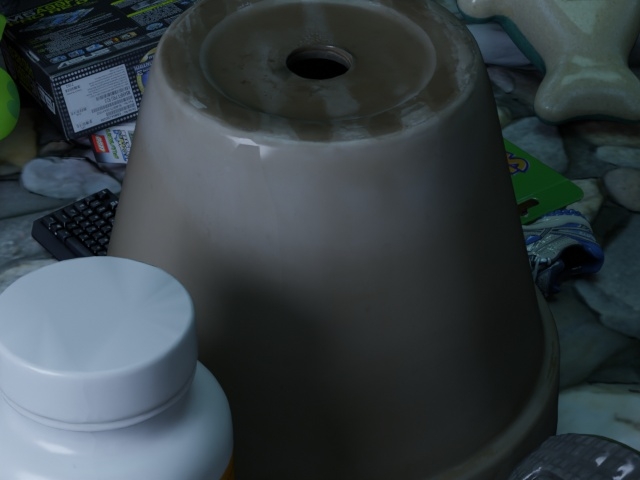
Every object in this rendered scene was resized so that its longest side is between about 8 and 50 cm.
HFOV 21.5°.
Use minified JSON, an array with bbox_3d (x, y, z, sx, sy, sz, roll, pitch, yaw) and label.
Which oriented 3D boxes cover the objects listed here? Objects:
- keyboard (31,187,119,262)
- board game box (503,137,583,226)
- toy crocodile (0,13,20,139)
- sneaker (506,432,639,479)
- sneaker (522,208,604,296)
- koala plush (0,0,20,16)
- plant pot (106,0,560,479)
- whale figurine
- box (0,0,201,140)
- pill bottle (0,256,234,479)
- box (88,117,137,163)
[{"bbox_3d":[-0.133,0.010,1.278,0.108,0.023,0.180,-22,41,-30],"label":"keyboard"},{"bbox_3d":[0.087,-0.065,1.383,0.124,0.039,0.259,-23,37,-27],"label":"board game box"},{"bbox_3d":[-0.299,-0.179,1.366,0.115,0.105,0.341,-1,69,40],"label":"toy crocodile"},{"bbox_3d":[0.233,0.258,0.780,0.410,0.158,0.182,49,17,25],"label":"sneaker"},{"bbox_3d":[0.152,0.015,1.253,0.135,0.052,0.058,-16,44,-20],"label":"sneaker"},{"bbox_3d":[-0.297,-0.312,1.614,0.203,0.196,0.221,12,30,-2],"label":"koala plush"},{"bbox_3d":[0.000,0.000,1.045,0.323,0.280,0.323,1,38,0],"label":"plant pot"},{"bbox_3d":[0.230,-0.202,1.536,0.216,0.141,0.272,-2,58,-4],"label":"whale figurine"},{"bbox_3d":[-0.128,-0.184,1.463,0.270,0.060,0.216,-21,26,-16],"label":"box"},{"bbox_3d":[-0.113,0.136,0.889,0.136,0.246,0.136,1,34,-1],"label":"pill bottle"},{"bbox_3d":[-0.088,-0.122,1.434,0.114,0.036,0.207,4,29,39],"label":"box"}]
